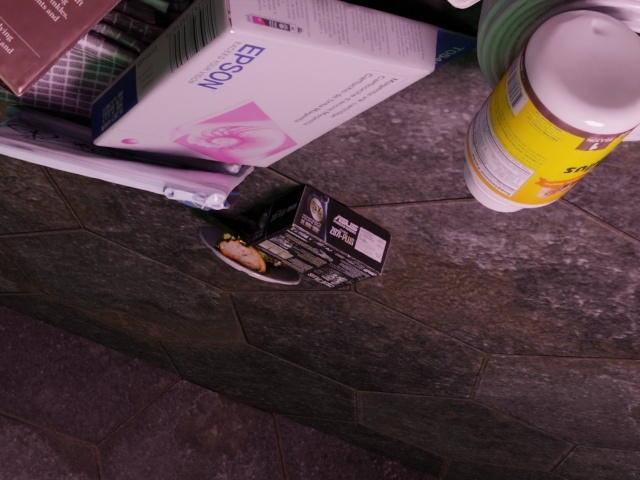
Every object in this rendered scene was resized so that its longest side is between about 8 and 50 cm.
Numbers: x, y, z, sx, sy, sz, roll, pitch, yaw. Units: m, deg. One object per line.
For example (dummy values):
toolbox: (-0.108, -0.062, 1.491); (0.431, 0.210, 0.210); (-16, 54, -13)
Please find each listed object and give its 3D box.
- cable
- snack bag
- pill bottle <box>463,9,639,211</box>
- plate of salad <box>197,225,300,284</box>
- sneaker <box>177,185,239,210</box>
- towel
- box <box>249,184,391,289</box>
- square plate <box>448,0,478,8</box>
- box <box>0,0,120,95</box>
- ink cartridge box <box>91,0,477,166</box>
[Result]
cable: (0.280, -0.194, 0.783); (0.257, 0.089, 0.257); (18, 155, -1)
snack bag: (-0.258, -0.123, 1.075); (0.323, 0.037, 0.342); (14, -167, -1)
pill bottle: (0.208, -0.106, 0.765); (0.117, 0.117, 0.215); (19, 157, -3)
plate of salad: (-0.119, 0.016, 1.427); (0.200, 0.048, 0.200); (26, -169, -6)
sneaker: (-0.234, -0.100, 1.298); (0.211, 0.080, 0.081); (32, 149, -28)
towel: (-0.311, -0.241, 0.983); (0.284, 0.121, 0.235); (16, 156, -15)
box: (0.000, 0.000, 1.358); (0.180, 0.077, 0.147); (29, 152, -23)
square plate: (0.098, -0.360, 0.542); (0.347, 0.049, 0.344); (41, 148, -17)
box: (-0.282, -0.268, 0.760); (0.168, 0.203, 0.167); (49, 169, -32)
ink cartridge box: (-0.041, -0.162, 0.917); (0.330, 0.071, 0.324); (4, 164, -35)
